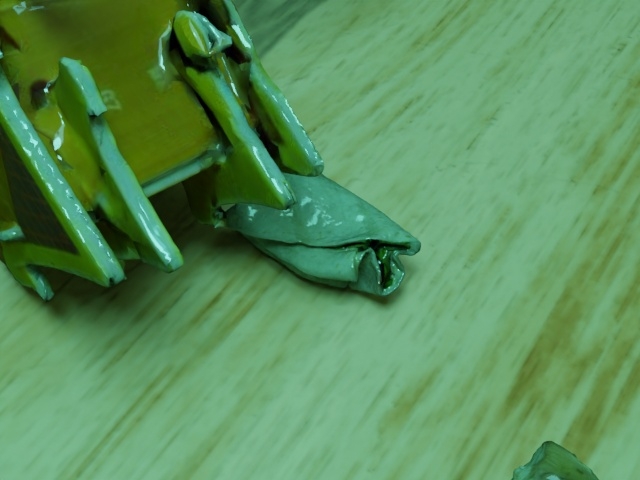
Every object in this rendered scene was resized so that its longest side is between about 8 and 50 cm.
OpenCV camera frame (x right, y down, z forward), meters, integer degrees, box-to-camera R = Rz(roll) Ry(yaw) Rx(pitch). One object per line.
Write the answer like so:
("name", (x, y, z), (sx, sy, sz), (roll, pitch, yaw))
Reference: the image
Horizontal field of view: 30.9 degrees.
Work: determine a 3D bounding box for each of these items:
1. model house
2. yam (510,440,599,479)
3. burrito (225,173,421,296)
("model house", (-0.119, -0.147, 0.630), (0.242, 0.357, 0.313), (-30, 55, -29))
("yam", (0.200, 0.237, 0.498), (0.083, 0.083, 0.371), (-26, 56, -25))
("burrito", (0.002, -0.002, 0.718), (0.118, 0.044, 0.074), (35, 62, 27))
